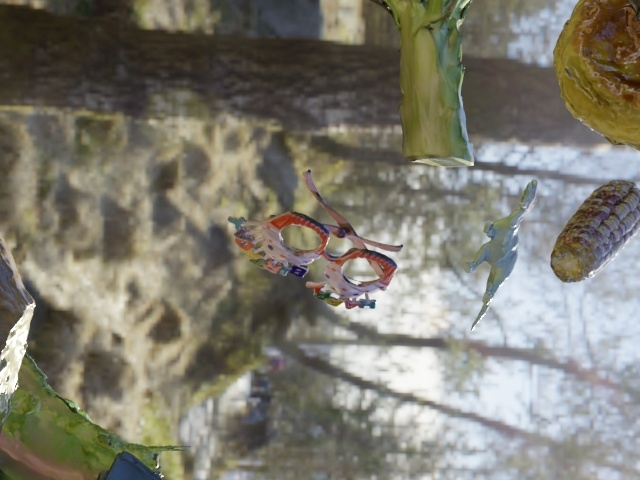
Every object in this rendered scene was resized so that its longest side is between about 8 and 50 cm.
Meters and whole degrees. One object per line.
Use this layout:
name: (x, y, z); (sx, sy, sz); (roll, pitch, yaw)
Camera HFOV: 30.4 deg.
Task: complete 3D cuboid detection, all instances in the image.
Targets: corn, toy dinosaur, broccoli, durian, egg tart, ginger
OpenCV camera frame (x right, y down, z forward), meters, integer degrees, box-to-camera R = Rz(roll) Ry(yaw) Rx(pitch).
corn: (0.336, -0.009, 1.421); (0.237, 0.080, 0.079); (-38, 134, -55)
toy dinosaur: (0.287, 0.034, 1.888); (0.167, 0.053, 0.242); (-37, 141, -42)
broccoli: (0.172, -0.288, 1.635); (0.221, 0.252, 0.361); (-5, 72, -59)
durian: (-0.345, 0.243, 1.437); (0.157, 0.356, 0.169); (-32, 147, -55)
egg tart: (0.567, -0.282, 1.755); (0.178, 0.443, 0.443); (51, 32, -46)
ginger: (-0.415, 0.100, 1.252); (0.130, 0.221, 0.275); (132, -18, -72)

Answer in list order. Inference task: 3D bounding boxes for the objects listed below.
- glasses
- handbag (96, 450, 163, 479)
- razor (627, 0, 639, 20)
glasses: (-0.005, 0.008, 1.636); (0.162, 0.255, 0.095); (-45, -160, 43)
handbag: (-0.143, 0.343, 1.064); (0.079, 0.260, 0.247); (-41, -168, 29)
razor: (0.431, -0.370, 1.609); (0.148, 0.054, 0.090); (63, 32, -11)
